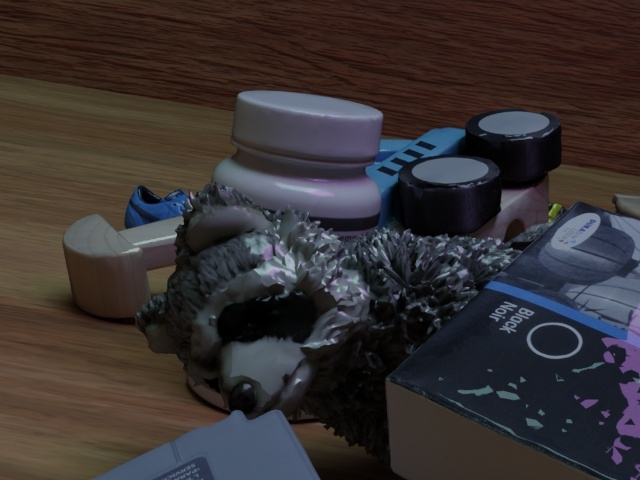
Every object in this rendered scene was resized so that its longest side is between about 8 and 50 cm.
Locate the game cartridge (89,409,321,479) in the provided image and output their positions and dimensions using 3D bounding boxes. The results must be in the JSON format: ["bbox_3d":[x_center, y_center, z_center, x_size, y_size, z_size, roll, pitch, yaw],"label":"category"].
[{"bbox_3d":[-0.126,0.189,0.571,0.294,0.060,0.196,-25,16,-7],"label":"game cartridge"}]

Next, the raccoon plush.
[{"bbox_3d":[0.042,0.052,1.023,0.299,0.216,0.446,28,16,7],"label":"raccoon plush"}]

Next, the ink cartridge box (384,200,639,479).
[{"bbox_3d":[0.204,0.091,0.472,0.333,0.065,0.165,22,43,33],"label":"ink cartridge box"}]

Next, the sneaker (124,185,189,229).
[{"bbox_3d":[-0.175,-0.019,1.595,0.209,0.082,0.069,18,15,30],"label":"sneaker"}]

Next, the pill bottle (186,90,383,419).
[{"bbox_3d":[-0.031,0.010,1.132,0.161,0.283,0.161,8,13,-2],"label":"pill bottle"}]

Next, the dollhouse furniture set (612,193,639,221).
[{"bbox_3d":[0.309,0.011,1.300,0.174,0.303,0.355,4,14,-14],"label":"dollhouse furniture set"}]

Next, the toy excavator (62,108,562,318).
[{"bbox_3d":[0.000,0.000,1.363,0.445,0.222,0.433,11,29,34],"label":"toy excavator"}]

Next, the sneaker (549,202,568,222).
[{"bbox_3d":[0.144,0.028,1.566,0.385,0.145,0.147,4,-17,-7],"label":"sneaker"}]
